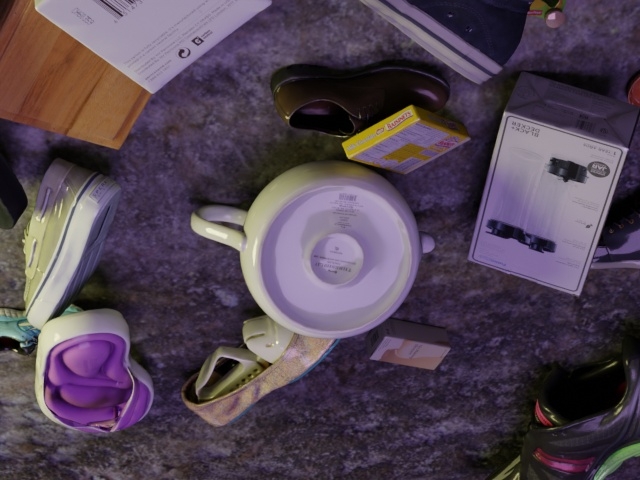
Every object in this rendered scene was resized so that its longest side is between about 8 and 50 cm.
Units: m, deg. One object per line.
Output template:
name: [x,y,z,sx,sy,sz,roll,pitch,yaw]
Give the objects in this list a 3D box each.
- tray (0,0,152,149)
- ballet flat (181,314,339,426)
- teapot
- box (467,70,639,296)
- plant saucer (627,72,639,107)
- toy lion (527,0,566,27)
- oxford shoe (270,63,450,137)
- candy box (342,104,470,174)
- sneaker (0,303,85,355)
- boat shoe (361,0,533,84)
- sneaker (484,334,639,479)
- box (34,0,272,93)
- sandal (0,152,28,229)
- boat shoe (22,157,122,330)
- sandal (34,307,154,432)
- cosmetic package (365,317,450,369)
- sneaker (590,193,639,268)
tray: [-0.240,-0.285,1.797,0.203,0.076,0.411,14,132,-26]
ballet flat: [-0.092,0.173,2.330,0.106,0.107,0.316,31,123,-29]
teapot: [0.000,0.000,2.101,0.252,0.187,0.256,-36,109,1]
box: [0.305,-0.070,2.102,0.169,0.087,0.290,17,138,10]
plant saucer: [0.445,-0.201,2.087,0.083,0.013,0.083,-6,140,-5]
toy lion: [0.252,-0.306,1.917,0.100,0.034,0.096,-1,131,-12]
oxford shoe: [0.056,-0.165,1.982,0.227,0.096,0.083,-5,137,-9]
candy box: [0.112,-0.126,2.016,0.105,0.027,0.206,-30,166,18]
sneaker: [-0.402,0.135,2.236,0.162,0.073,0.063,-8,139,-4]
boat shoe: [0.082,-0.325,1.706,0.156,0.187,0.500,-51,142,11]
sneaker: [0.401,0.305,2.564,0.202,0.185,0.483,34,121,-18]
box: [-0.179,-0.282,1.667,0.181,0.119,0.182,-34,135,24]
sandal: [-0.480,-0.134,1.835,0.167,0.107,0.446,15,151,32]
boat shoe: [-0.344,0.002,2.097,0.094,0.109,0.302,35,133,5]
sandal: [-0.329,0.220,2.264,0.169,0.102,0.416,-12,154,-3]
cosmetic package: [0.133,0.157,2.403,0.115,0.041,0.060,11,134,-23]
sneaker: [0.425,-0.027,2.249,0.222,0.083,0.118,3,117,-3]
